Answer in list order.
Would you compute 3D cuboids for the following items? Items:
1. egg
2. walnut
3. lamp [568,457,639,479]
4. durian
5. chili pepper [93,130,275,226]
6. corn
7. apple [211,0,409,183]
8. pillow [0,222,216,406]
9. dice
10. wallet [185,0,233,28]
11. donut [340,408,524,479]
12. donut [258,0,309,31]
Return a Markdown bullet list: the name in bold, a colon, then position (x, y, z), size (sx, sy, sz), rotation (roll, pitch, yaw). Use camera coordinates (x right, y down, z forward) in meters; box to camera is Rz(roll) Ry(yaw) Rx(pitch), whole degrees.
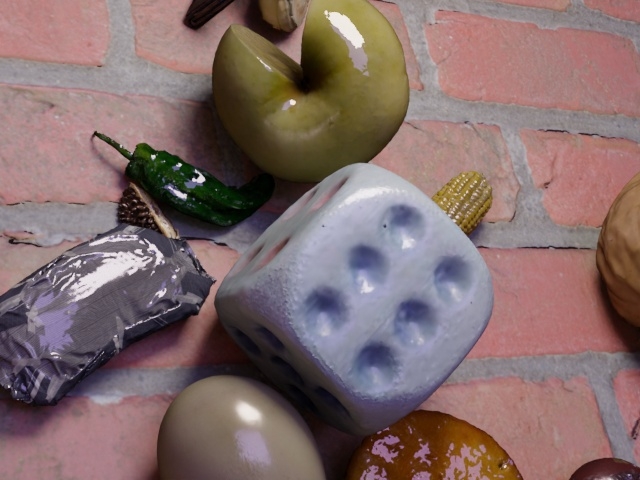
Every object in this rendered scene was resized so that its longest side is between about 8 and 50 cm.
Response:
- **egg**: position (-0.091, 0.284, 1.406), size (0.189, 0.188, 0.253), rotation (-32, 91, -37)
- **walnut**: position (0.639, 0.010, 1.876), size (0.384, 0.383, 0.383), rotation (13, 58, -22)
- **lamp**: position (0.434, 0.390, 1.664), size (0.156, 0.135, 0.157), rotation (38, 50, -5)
- **durian**: position (-0.243, -0.023, 1.599), size (0.130, 0.052, 0.066), rotation (56, 15, 6)
- **chili pepper**: position (-0.188, -0.090, 1.638), size (0.279, 0.065, 0.122), rotation (20, 33, -23)
- **corn**: position (0.182, -0.018, 1.792), size (0.086, 0.086, 0.288), rotation (47, 53, 2)
- **apple**: position (-0.013, -0.229, 1.677), size (0.292, 0.292, 0.254), rotation (49, 11, 4)
- **pillow**: position (-0.284, 0.083, 1.473), size (0.335, 0.092, 0.161), rotation (-33, 88, -38)
- **dice**: position (0.043, 0.076, 1.500), size (0.264, 0.262, 0.268), rotation (48, 71, -10)
- **wallet**: position (-0.137, -0.442, 1.828), size (0.042, 0.124, 0.230), rotation (42, 50, -24)
- **donut**: position (0.138, 0.383, 1.527), size (0.303, 0.110, 0.302), rotation (11, 61, -21)
- **donut**: position (-0.055, -0.421, 1.842), size (0.068, 0.174, 0.174), rotation (10, 55, 9)
